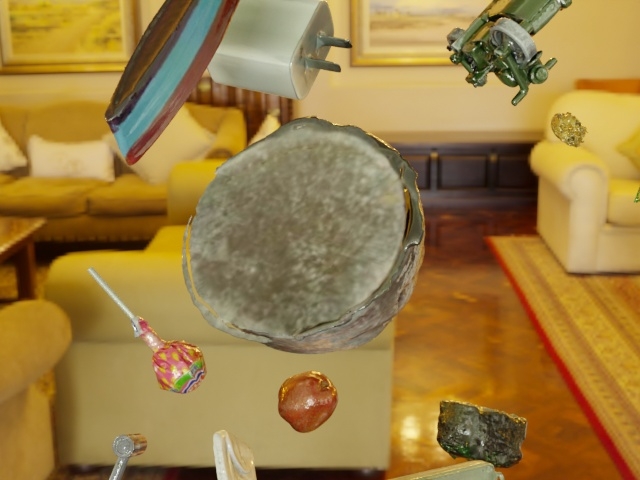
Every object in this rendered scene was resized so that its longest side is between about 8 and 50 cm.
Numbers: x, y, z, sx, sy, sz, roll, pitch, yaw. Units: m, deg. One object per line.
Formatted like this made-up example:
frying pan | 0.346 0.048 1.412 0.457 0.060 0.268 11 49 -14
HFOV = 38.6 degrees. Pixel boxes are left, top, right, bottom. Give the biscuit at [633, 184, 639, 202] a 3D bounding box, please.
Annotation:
biscuit | 0.723 -0.097 1.970 0.089 0.046 0.016 14 6 40

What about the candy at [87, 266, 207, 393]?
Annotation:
candy | -0.401 0.197 2.074 0.124 0.365 0.124 -41 -1 -1

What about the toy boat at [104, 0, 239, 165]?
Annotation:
toy boat | -0.224 -0.291 1.389 0.136 0.079 0.392 4 57 34

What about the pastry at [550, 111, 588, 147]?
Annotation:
pastry | 0.490 -0.221 1.810 0.080 0.056 0.140 39 11 12

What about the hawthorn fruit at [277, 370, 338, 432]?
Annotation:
hawthorn fruit | -0.026 0.358 2.071 0.138 0.132 0.133 -38 -4 28

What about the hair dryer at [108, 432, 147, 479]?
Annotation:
hair dryer | -0.320 0.366 1.465 0.037 0.114 0.063 21 -6 13

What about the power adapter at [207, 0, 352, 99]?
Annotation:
power adapter | -0.067 -0.368 1.724 0.255 0.187 0.124 14 -25 19

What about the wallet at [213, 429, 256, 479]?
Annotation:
wallet | -0.158 0.434 1.744 0.032 0.124 0.183 -15 -27 9

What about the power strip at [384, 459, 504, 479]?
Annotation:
power strip | 0.181 0.423 1.514 0.272 0.078 0.052 -7 -1 -25

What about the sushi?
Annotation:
sushi | 0.349 0.423 1.976 0.225 0.127 0.124 22 -15 -35

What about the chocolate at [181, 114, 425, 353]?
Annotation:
chocolate | 0.005 0.026 1.140 0.303 0.303 0.213 6 -24 25

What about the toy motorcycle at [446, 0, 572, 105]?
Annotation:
toy motorcycle | 0.303 -0.326 1.408 0.205 0.127 0.275 -45 18 -3
